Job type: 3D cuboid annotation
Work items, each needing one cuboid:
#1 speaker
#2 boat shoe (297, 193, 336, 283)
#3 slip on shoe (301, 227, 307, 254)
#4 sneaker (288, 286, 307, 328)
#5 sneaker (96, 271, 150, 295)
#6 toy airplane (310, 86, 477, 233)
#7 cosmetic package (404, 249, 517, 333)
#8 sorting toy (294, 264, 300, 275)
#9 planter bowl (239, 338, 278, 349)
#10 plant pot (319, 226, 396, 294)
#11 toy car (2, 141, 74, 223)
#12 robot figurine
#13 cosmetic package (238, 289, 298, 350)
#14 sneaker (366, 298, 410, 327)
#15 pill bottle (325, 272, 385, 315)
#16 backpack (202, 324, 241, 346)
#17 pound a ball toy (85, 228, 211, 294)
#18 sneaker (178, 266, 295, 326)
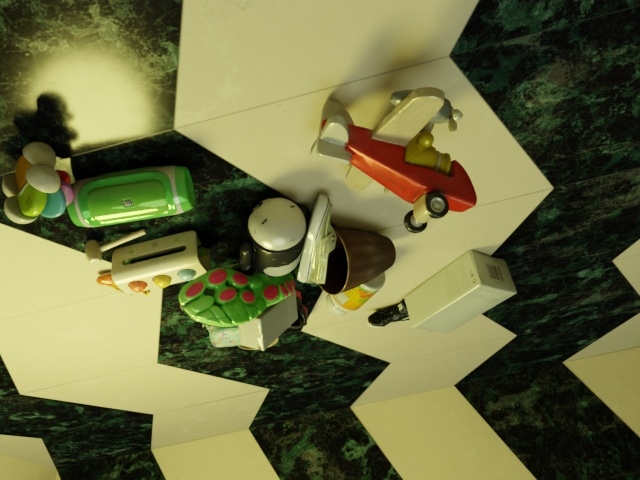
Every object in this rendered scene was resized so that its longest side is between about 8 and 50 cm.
[{"bbox_3d":[-0.479,-0.113,1.468,0.296,0.131,0.131,-9,148,-2],"label":"speaker"},{"bbox_3d":[0.000,0.000,1.738,0.094,0.109,0.303,11,123,-3],"label":"boat shoe"},{"bbox_3d":[-0.061,0.005,1.849,0.041,0.052,0.135,-3,156,-16],"label":"slip on shoe"},{"bbox_3d":[-0.099,0.291,2.214,0.097,0.135,0.276,-13,150,0],"label":"sneaker"},{"bbox_3d":[-0.640,0.143,1.886,0.175,0.068,0.064,9,145,-26],"label":"sneaker"},{"bbox_3d":[0.171,-0.230,1.391,0.385,0.273,0.384,13,152,37],"label":"toy airplane"},{"bbox_3d":[0.537,0.213,2.254,0.217,0.156,0.385,15,142,-34],"label":"cosmetic package"},{"bbox_3d":[-0.041,0.104,2.029,0.101,0.042,0.061,7,131,-5],"label":"sorting toy"},{"bbox_3d":[-0.253,0.352,2.288,0.161,0.109,0.162,-7,149,-4],"label":"planter bowl"},{"bbox_3d":[0.121,0.050,1.855,0.230,0.216,0.215,-8,152,-31],"label":"plant pot"},{"bbox_3d":[-0.650,-0.125,1.354,0.159,0.182,0.136,-44,142,21],"label":"toy car"},{"bbox_3d":[-0.135,-0.006,1.698,0.173,0.209,0.278,11,147,-2],"label":"robot figurine"},{"bbox_3d":[-0.177,0.261,1.980,0.107,0.127,0.238,9,-157,29],"label":"cosmetic package"},{"bbox_3d":[0.301,0.294,2.396,0.216,0.079,0.121,-9,146,-18],"label":"sneaker"},{"bbox_3d":[0.117,0.173,2.083,0.136,0.137,0.246,8,144,-27],"label":"pill bottle"},{"bbox_3d":[-0.314,0.269,2.078,0.224,0.191,0.254,-5,144,-3],"label":"backpack"},{"bbox_3d":[-0.515,0.067,1.736,0.318,0.136,0.208,-13,148,4],"label":"pound a ball toy"},{"bbox_3d":[-0.268,0.174,1.809,0.202,0.186,0.482,-22,172,31],"label":"sneaker"}]
